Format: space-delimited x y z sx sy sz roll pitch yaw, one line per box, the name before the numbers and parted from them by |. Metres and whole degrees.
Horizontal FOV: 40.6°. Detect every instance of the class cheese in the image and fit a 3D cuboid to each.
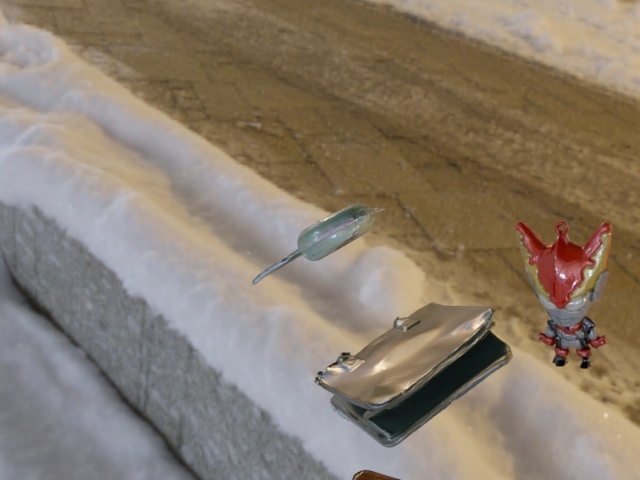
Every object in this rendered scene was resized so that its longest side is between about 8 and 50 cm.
cheese | 0.000 0.000 0.661 0.067 0.121 0.026 -27 88 -50

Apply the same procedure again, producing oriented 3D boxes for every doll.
doll | 0.278 0.059 0.969 0.109 0.169 0.057 1 22 37

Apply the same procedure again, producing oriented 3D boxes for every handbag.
handbag | 0.137 0.189 1.331 0.248 0.079 0.260 -34 14 -15

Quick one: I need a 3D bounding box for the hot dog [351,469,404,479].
hot dog | 0.123 0.418 1.398 0.165 0.045 0.071 16 41 -2
